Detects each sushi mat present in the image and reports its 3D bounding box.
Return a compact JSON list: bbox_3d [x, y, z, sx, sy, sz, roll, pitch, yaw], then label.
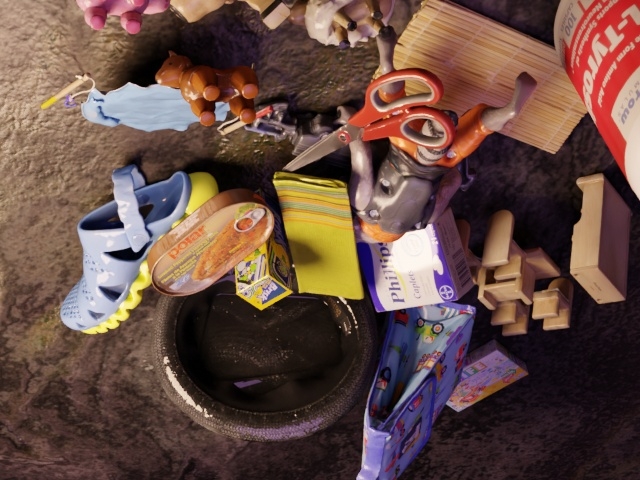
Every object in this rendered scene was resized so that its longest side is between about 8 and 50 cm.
[{"bbox_3d":[0.233,-0.216,1.486,0.317,0.019,0.151,17,132,-25],"label":"sushi mat"}]

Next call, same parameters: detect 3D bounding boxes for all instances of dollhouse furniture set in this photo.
[{"bbox_3d":[0.335,0.015,1.700,0.242,0.161,0.212,-12,142,36],"label":"dollhouse furniture set"}]

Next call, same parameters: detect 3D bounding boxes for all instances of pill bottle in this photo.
[{"bbox_3d":[0.432,-0.163,1.281,0.229,0.407,0.229,-6,131,-6],"label":"pill bottle"}]

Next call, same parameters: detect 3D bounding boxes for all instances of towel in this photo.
[{"bbox_3d":[0.000,0.000,1.530,0.102,0.021,0.237,10,141,18],"label":"towel"}]

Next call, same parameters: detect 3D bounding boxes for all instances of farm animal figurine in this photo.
[{"bbox_3d":[-0.112,-0.314,1.226,0.327,0.172,0.330,-27,128,0],"label":"farm animal figurine"}]

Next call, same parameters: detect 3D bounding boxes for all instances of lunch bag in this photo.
[{"bbox_3d":[0.120,0.250,1.735,0.138,0.293,0.221,21,145,14],"label":"lunch bag"}]

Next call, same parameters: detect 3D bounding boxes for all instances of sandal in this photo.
[{"bbox_3d":[-0.282,0.002,1.561,0.138,0.126,0.317,26,118,-31],"label":"sandal"}]

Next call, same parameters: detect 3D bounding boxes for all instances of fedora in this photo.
[{"bbox_3d":[-0.083,0.155,1.693,0.334,0.334,0.152,-7,168,-3],"label":"fedora"}]

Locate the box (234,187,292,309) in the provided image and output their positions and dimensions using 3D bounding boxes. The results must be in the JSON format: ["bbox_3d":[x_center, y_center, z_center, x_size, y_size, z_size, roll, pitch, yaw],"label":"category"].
[{"bbox_3d":[-0.084,0.010,1.560,0.059,0.169,0.054,-31,134,22],"label":"box"}]

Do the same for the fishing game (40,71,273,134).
[{"bbox_3d":[-0.204,-0.172,1.390,0.264,0.041,0.189,4,169,-31],"label":"fishing game"}]

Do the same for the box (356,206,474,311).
[{"bbox_3d":[0.134,0.029,1.623,0.137,0.072,0.126,-12,102,32],"label":"box"}]

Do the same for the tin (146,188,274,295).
[{"bbox_3d":[-0.149,0.002,1.493,0.190,0.040,0.106,-37,145,13],"label":"tin"}]

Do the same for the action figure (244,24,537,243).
[{"bbox_3d":[0.076,-0.113,1.448,0.341,0.178,0.330,8,139,-13],"label":"action figure"}]

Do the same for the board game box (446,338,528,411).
[{"bbox_3d":[0.274,0.241,1.977,0.154,0.026,0.103,-34,132,24],"label":"board game box"}]

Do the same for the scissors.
[{"bbox_3d":[0.038,-0.142,1.353,0.297,0.021,0.109,-6,128,43],"label":"scissors"}]
